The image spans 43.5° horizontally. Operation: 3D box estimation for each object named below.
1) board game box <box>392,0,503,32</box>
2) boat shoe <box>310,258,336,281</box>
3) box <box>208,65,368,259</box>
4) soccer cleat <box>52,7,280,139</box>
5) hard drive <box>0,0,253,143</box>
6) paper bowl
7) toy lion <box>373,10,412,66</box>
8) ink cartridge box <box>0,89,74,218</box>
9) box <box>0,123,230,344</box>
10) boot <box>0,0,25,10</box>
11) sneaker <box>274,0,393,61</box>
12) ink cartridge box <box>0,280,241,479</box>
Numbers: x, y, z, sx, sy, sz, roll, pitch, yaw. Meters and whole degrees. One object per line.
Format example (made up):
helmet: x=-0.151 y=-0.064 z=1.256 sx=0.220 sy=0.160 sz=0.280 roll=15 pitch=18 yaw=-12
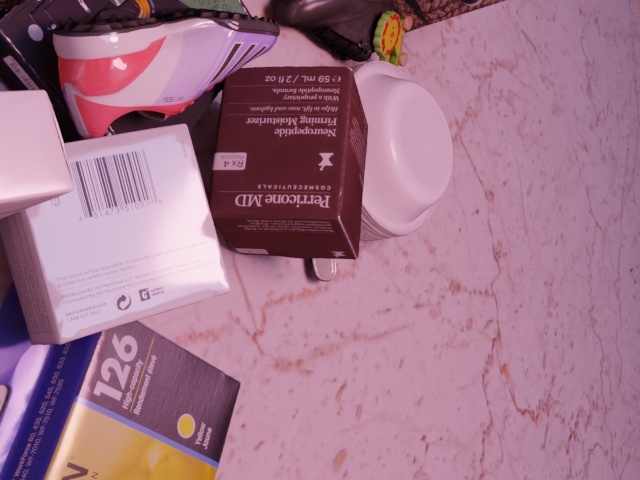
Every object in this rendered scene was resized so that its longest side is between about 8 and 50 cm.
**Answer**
board game box: x=0.259 y=-0.534 z=1.433 sx=0.141 sy=0.291 sz=0.232 roll=-42 pitch=115 yaw=-47
boat shoe: x=0.000 y=0.000 z=1.212 sx=0.046 sy=0.038 sz=0.125 roll=-10 pitch=84 yaw=-10
box: x=-0.035 y=-0.096 z=1.038 sx=0.167 sy=0.168 sz=0.203 roll=62 pitch=31 yaw=-69
soccer cleat: x=-0.162 y=-0.199 z=0.909 sx=0.318 sy=0.108 sz=0.116 roll=-28 pitch=125 yaw=-52
hard drive: x=-0.220 y=-0.243 z=0.960 sx=0.237 sy=0.064 sz=0.339 roll=54 pitch=47 yaw=-31
paper bowl: x=0.107 y=-0.146 z=1.288 sx=0.284 sy=0.148 sz=0.284 roll=11 pitch=75 yaw=-49
toy lion: x=0.114 y=-0.326 z=1.314 sx=0.096 sy=0.034 sz=0.100 roll=-39 pitch=141 yaw=-48
ink cartridge box: x=-0.335 y=-0.048 z=0.654 sx=0.158 sy=0.218 sz=0.092 roll=-17 pitch=91 yaw=-52
box: x=-0.212 y=-0.006 z=0.801 sx=0.181 sy=0.119 sz=0.182 roll=-16 pitch=92 yaw=-32
boot: x=-0.390 y=-0.304 z=0.747 sx=0.190 sy=0.076 sz=0.208 roll=-25 pitch=97 yaw=-32
sneaker: x=0.038 y=-0.348 z=1.278 sx=0.286 sy=0.109 sz=0.130 roll=-20 pitch=108 yaw=-48
ink cartridge box: x=-0.237 y=0.231 z=0.848 sx=0.307 sy=0.072 sz=0.303 roll=41 pitch=53 yaw=-42
